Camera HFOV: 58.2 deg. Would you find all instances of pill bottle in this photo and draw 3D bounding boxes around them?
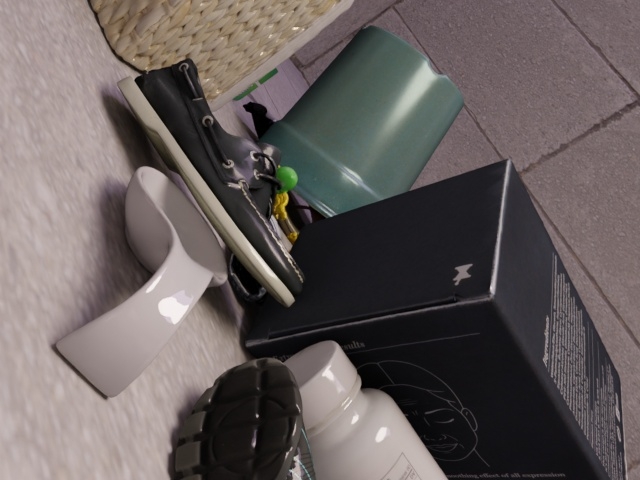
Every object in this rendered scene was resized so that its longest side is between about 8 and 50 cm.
[{"bbox_3d":[0.036,0.218,0.553,0.229,0.131,0.131,56,11,-8],"label":"pill bottle"}]

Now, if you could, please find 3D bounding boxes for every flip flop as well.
[{"bbox_3d":[0.000,0.000,1.100,0.277,0.080,0.112,55,11,1],"label":"flip flop"}]

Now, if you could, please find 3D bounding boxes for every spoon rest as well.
[{"bbox_3d":[-0.132,0.015,0.501,0.137,0.084,0.276,54,13,-22],"label":"spoon rest"}]

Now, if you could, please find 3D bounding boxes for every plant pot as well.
[{"bbox_3d":[0.083,-0.213,1.146,0.341,0.334,0.341,36,7,-5],"label":"plant pot"}]

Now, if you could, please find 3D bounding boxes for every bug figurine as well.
[{"bbox_3d":[-0.053,-0.042,0.890,0.279,0.072,0.216,56,-17,-18],"label":"bug figurine"}]

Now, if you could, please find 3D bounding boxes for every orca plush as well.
[{"bbox_3d":[-0.066,-0.199,1.316,0.287,0.151,0.102,48,46,-53],"label":"orca plush"}]

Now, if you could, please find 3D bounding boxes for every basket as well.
[{"bbox_3d":[-0.186,-0.441,0.895,0.329,0.331,0.266,61,17,14],"label":"basket"}]

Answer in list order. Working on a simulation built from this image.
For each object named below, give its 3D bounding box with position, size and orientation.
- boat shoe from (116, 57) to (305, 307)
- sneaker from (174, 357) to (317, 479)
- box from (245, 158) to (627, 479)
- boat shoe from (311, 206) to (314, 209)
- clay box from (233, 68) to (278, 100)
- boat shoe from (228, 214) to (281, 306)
[{"bbox_3d":[-0.102,-0.082,0.659,0.340,0.113,0.127,50,-13,23],"label":"boat shoe"},{"bbox_3d":[-0.043,0.205,0.405,0.267,0.101,0.106,-97,168,-51],"label":"sneaker"},{"bbox_3d":[0.160,0.150,0.703,0.396,0.293,0.212,53,40,-27],"label":"box"},{"bbox_3d":[0.002,-0.156,1.486,0.302,0.098,0.109,63,12,23],"label":"boat shoe"},{"bbox_3d":[-0.204,-0.430,1.258,0.222,0.127,0.053,52,12,-32],"label":"clay box"},{"bbox_3d":[-0.089,0.006,0.750,0.083,0.065,0.183,38,23,-60],"label":"boat shoe"}]
